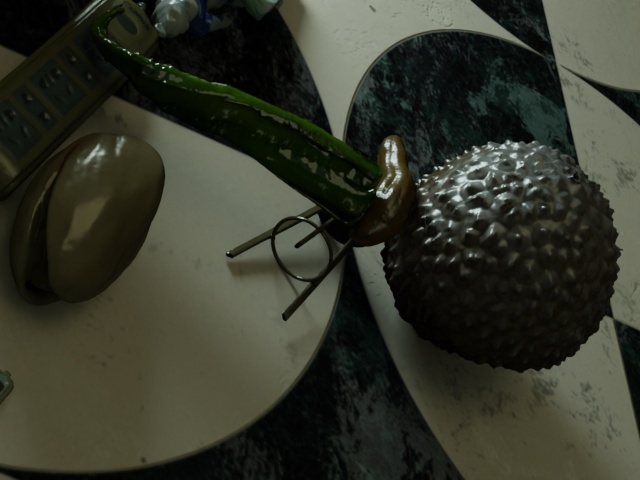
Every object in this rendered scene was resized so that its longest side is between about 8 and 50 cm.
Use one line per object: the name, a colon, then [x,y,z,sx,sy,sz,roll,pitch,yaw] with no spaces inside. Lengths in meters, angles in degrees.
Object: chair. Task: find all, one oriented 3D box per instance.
chair: [0.000,-0.001,1.688,0.221,0.104,0.095,-42,121,-48]

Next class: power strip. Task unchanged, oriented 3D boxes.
power strip: [-0.270,-0.171,1.564,0.092,0.066,0.387,46,37,-11]

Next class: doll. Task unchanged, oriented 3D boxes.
doll: [-0.162,-0.295,1.788,0.114,0.057,0.227,52,28,-9]

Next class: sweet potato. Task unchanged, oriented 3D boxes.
sweet potato: [0.082,-0.058,1.682,0.053,0.054,0.182,34,43,-17]

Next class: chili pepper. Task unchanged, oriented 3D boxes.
chili pepper: [-0.092,-0.138,1.587,0.359,0.076,0.085,32,77,-13]

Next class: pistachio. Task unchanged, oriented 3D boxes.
pistachio: [-0.228,-0.024,1.443,0.136,0.136,0.226,41,44,-14]

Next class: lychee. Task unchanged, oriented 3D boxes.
lychee: [0.218,0.015,1.748,0.300,0.300,0.300,27,43,-29]

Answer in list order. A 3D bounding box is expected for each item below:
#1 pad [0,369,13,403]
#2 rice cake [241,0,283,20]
pad: [-0.398,0.083,1.267,0.265,0.009,0.159,44,38,-9]
rice cake: [-0.086,-0.354,1.884,0.127,0.043,0.237,46,22,-9]
